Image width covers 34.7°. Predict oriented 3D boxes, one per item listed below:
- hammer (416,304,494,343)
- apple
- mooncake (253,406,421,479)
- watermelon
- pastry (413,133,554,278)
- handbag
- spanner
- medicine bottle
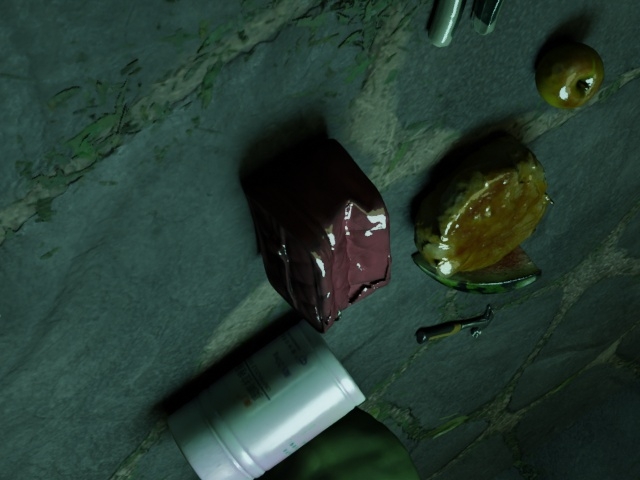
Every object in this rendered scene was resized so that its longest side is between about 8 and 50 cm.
[{"bbox_3d":[0.246,0.157,1.855,0.201,0.021,0.078,-6,139,-45],"label":"hammer"},{"bbox_3d":[0.321,-0.215,1.324,0.090,0.074,0.089,-26,148,-18],"label":"apple"},{"bbox_3d":[-0.001,0.435,1.650,0.194,0.356,0.356,-14,144,-39],"label":"mooncake"},{"bbox_3d":[0.232,0.041,1.580,0.145,0.137,0.193,-33,-166,-9],"label":"watermelon"},{"bbox_3d":[0.234,-0.047,1.453,0.229,0.100,0.218,7,125,-46],"label":"pastry"},{"bbox_3d":[0.000,0.000,1.217,0.135,0.146,0.225,-34,152,-17],"label":"handbag"},{"bbox_3d":[0.181,-0.327,1.036,0.096,0.040,0.324,-22,150,-23],"label":"spanner"},{"bbox_3d":[-0.079,0.243,1.484,0.254,0.152,0.152,-35,152,-3],"label":"medicine bottle"}]
